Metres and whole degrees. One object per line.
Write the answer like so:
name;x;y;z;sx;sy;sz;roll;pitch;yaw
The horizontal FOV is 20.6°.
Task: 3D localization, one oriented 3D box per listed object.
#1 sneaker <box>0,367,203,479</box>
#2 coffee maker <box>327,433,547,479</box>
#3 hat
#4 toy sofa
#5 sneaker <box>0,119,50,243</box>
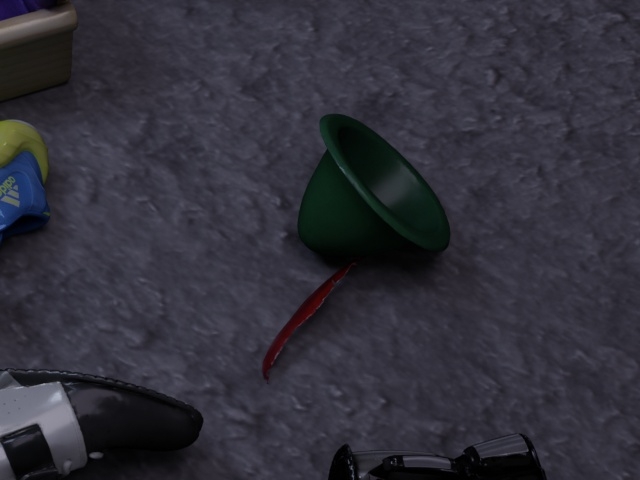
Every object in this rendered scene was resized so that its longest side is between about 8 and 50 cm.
sneaker;-0.265;0.180;1.482;0.330;0.122;0.146;5;76;-11
coffee maker;0.106;0.256;1.518;0.178;0.120;0.171;-2;82;-13
hat;0.000;0.000;1.696;0.173;0.183;0.208;51;20;11
toy sofa;-0.372;-0.317;1.719;0.150;0.177;0.362;-19;64;-21
sneaker;-0.346;-0.044;1.588;0.240;0.091;0.126;-9;66;-33
